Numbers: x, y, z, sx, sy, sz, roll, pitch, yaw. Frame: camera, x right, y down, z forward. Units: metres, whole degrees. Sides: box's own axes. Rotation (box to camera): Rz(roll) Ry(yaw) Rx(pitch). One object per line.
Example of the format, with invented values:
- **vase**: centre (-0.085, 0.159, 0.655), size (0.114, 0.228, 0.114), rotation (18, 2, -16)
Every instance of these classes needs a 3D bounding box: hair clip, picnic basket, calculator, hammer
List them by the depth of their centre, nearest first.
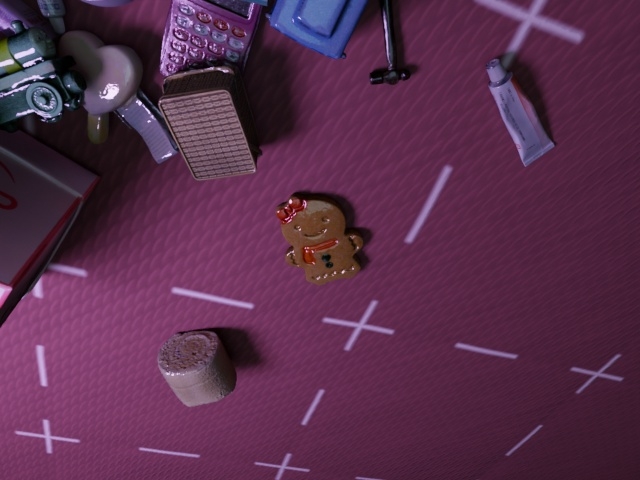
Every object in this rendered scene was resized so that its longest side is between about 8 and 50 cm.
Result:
- **calculator**: centre (-0.159, -0.308, 0.632), size (0.126, 0.034, 0.191), rotation (17, 130, -16)
- **hammer**: centre (0.095, -0.319, 0.642), size (0.065, 0.021, 0.178), rotation (-9, 126, 5)
- **hair clip**: centre (-0.313, -0.215, 0.676), size (0.159, 0.071, 0.218), rotation (-30, 118, 21)
- **picnic basket**: centre (-0.165, -0.179, 0.677), size (0.115, 0.080, 0.164), rotation (-6, 137, 8)

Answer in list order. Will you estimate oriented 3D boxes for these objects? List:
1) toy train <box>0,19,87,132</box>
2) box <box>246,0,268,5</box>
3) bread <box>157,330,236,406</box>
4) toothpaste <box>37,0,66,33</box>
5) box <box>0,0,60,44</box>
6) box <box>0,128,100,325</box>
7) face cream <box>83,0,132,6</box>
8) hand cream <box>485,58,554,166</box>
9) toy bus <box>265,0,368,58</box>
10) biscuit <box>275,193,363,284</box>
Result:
- **toy train**: centre (-0.432, -0.216, 0.597), size (0.200, 0.083, 0.132), rotation (-18, 118, 5)
- **box**: centre (-0.123, -0.419, 0.509), size (0.161, 0.041, 0.229), rotation (8, 109, -8)
- **bread**: centre (-0.284, 0.299, 1.013), size (0.148, 0.134, 0.141), rotation (-3, 127, 16)
- **toothpaste**: centre (-0.375, -0.379, 0.571), size (0.048, 0.029, 0.197), rotation (-4, 124, -3)
- **box**: centre (-0.430, -0.313, 0.603), size (0.036, 0.051, 0.117), rotation (-37, 118, 24)
- **box**: centre (-0.594, -0.010, 0.662), size (0.312, 0.300, 0.314), rotation (34, 118, -24)
- **face cream**: centre (-0.277, -0.356, 0.544), size (0.117, 0.104, 0.117), rotation (-3, 127, -3)
- **hand cream**: centre (0.332, -0.214, 0.728), size (0.052, 0.038, 0.216), rotation (-15, 136, 38)
- **toy bus**: centre (0.022, -0.354, 0.542), size (0.116, 0.134, 0.234), rotation (20, 123, -18)
- **biscuit**: centre (0.000, 0.000, 0.867), size (0.165, 0.036, 0.226), rotation (-13, 126, 8)
